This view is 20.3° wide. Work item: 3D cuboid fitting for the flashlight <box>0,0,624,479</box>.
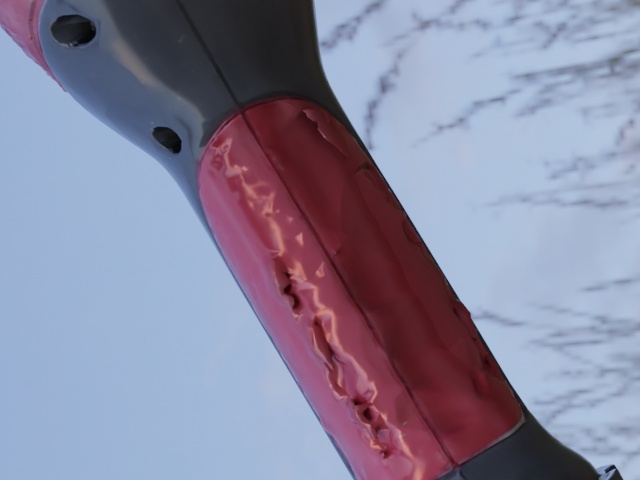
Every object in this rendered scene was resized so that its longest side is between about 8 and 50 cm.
[{"bbox_3d":[0.000,0.000,0.495,0.103,0.103,0.304,-24,-100,-43],"label":"flashlight"}]
